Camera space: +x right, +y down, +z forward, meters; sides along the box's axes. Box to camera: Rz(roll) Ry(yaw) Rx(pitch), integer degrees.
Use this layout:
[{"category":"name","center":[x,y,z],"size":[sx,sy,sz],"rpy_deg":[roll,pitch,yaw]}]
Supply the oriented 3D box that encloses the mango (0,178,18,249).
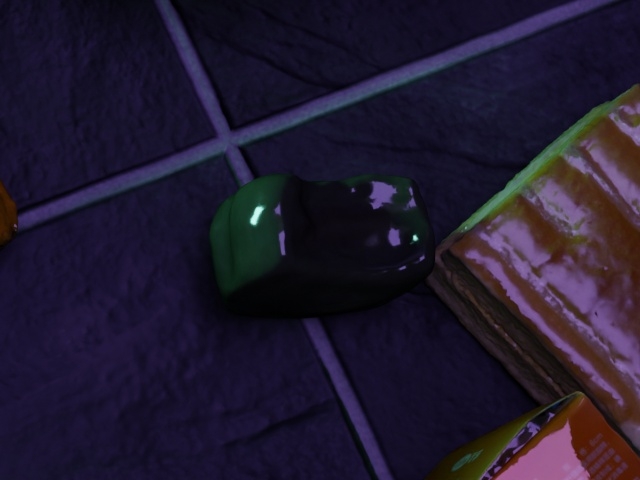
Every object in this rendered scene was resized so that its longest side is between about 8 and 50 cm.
[{"category":"mango","center":[-0.315,-0.039,1.546],"size":[0.159,0.084,0.105],"rpy_deg":[24,53,-28]}]

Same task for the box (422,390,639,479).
[{"category":"box","center":[0.221,0.293,1.511],"size":[0.143,0.225,0.341],"rpy_deg":[-40,88,-19]}]

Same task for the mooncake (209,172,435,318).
[{"category":"mooncake","center":[0.000,0.000,1.568],"size":[0.168,0.175,0.104],"rpy_deg":[-10,78,27]}]

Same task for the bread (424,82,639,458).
[{"category":"bread","center":[0.252,0.030,1.652],"size":[0.239,0.111,0.246],"rpy_deg":[-41,88,-20]}]
